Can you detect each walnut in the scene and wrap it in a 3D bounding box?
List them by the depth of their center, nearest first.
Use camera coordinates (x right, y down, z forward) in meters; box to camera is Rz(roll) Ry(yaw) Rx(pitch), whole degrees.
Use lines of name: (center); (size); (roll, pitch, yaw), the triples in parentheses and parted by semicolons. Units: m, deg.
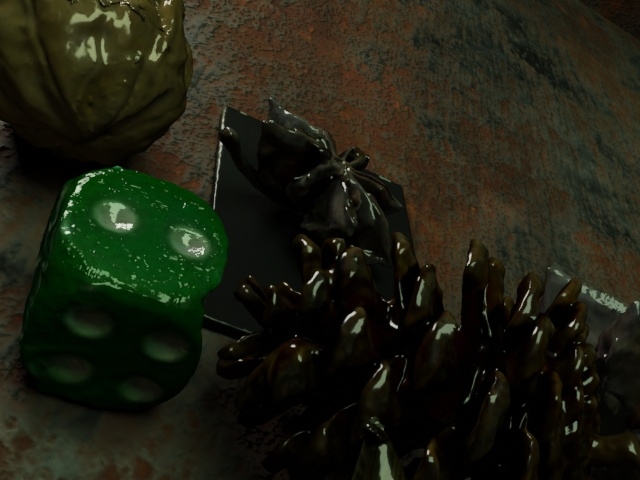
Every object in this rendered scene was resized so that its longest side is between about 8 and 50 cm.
walnut: (-0.210, -0.176, 0.687); (0.198, 0.198, 0.245); (8, 46, -34)

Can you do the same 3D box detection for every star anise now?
star anise: (0.295, 0.163, 0.696); (0.117, 0.332, 0.332); (-33, 66, -7)
star anise: (-0.008, -0.062, 0.783); (0.231, 0.089, 0.209); (30, 23, -19)

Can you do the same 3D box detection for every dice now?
dice: (-0.143, 0.034, 0.545); (0.120, 0.128, 0.131); (18, 40, -22)

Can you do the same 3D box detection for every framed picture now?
framed picture: (0.000, 0.000, 0.810); (0.255, 0.014, 0.339); (21, 38, -21)

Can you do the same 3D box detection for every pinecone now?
pinecone: (0.069, 0.113, 0.557); (0.309, 0.244, 0.244); (24, 33, 13)

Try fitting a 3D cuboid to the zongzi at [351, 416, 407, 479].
zongzi: (0.072, 0.233, 0.348); (0.112, 0.242, 0.221); (10, 3, -40)
